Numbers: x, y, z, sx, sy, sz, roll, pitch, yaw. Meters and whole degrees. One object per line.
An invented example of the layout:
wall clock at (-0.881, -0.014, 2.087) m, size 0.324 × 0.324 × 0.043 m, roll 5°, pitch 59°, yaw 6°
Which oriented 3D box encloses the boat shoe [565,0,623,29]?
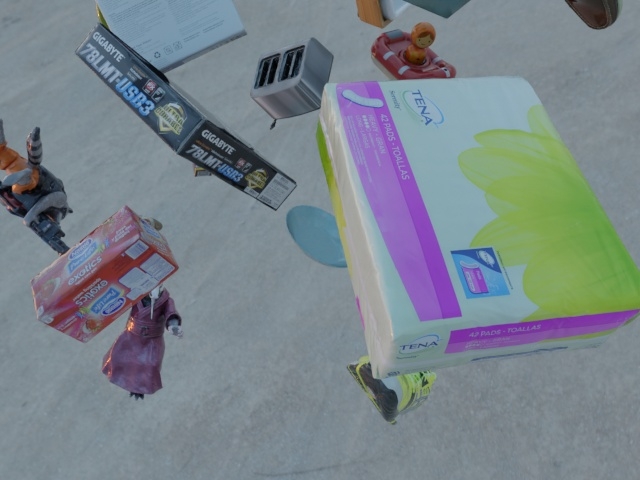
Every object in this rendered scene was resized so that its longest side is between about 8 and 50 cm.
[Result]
boat shoe at (0.421, -0.449, 0.944) m, size 0.095 × 0.257 × 0.095 m, roll -55°, pitch 26°, yaw -13°

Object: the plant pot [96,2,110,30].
plant pot at (-0.509, -0.740, 1.677) m, size 0.367 × 0.366 × 0.352 m, roll -15°, pitch 39°, yaw 11°

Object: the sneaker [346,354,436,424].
sneaker at (0.161, 0.292, 1.181) m, size 0.147 × 0.384 × 0.145 m, roll -36°, pitch 69°, yaw -2°

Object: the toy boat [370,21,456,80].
toy boat at (0.239, -0.465, 1.367) m, size 0.151 × 0.151 × 0.231 m, roll -25°, pitch 63°, yaw -29°

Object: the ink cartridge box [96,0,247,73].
ink cartridge box at (-0.277, -0.428, 0.985) m, size 0.224 × 0.223 × 0.045 m, roll -23°, pitch 10°, yaw 4°

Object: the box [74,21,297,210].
box at (-0.211, -0.192, 0.915) m, size 0.295 × 0.293 × 0.073 m, roll 42°, pitch 94°, yaw 26°

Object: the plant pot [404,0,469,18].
plant pot at (0.194, -0.572, 1.076) m, size 0.235 × 0.165 × 0.166 m, roll 10°, pitch -4°, yaw -16°

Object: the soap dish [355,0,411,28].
soap dish at (0.167, -0.772, 1.550) m, size 0.118 × 0.290 × 0.229 m, roll 6°, pitch 40°, yaw 31°

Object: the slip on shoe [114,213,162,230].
slip on shoe at (-0.430, -0.039, 1.296) m, size 0.136 × 0.051 × 0.041 m, roll 3°, pitch 4°, yaw 29°

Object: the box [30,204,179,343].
box at (-0.437, 0.070, 1.122) m, size 0.257 × 0.128 × 0.122 m, roll -39°, pitch 48°, yaw 1°

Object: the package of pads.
package of pads at (0.133, -0.034, 0.521) m, size 0.229 × 0.101 × 0.296 m, roll -5°, pitch 55°, yaw -11°

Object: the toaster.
toaster at (-0.072, -0.391, 1.364) m, size 0.168 × 0.110 × 0.185 m, roll -4°, pitch 65°, yaw 36°

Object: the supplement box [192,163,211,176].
supplement box at (-0.369, -0.243, 1.714) m, size 0.055 × 0.043 × 0.083 m, roll -6°, pitch 66°, yaw -21°

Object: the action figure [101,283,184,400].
action figure at (-0.468, 0.237, 1.530) m, size 0.248 × 0.369 × 0.275 m, roll 20°, pitch 14°, yaw 3°

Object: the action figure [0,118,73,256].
action figure at (-0.700, -0.122, 1.391) m, size 0.341 × 0.330 × 0.178 m, roll 41°, pitch 70°, yaw 11°

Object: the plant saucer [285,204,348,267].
plant saucer at (0.000, 0.000, 1.252) m, size 0.037 × 0.195 × 0.194 m, roll -55°, pitch 26°, yaw 32°
